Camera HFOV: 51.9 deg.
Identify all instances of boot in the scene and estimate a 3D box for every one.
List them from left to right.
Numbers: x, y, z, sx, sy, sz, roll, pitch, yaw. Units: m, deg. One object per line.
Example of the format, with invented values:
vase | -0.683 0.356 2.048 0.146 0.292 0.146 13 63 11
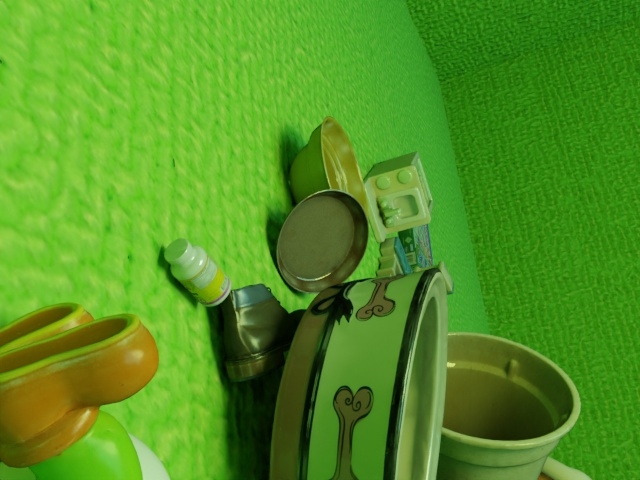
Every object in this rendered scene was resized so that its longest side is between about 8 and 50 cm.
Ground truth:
boot | -0.060 0.093 0.839 0.219 0.082 0.106 -25 103 -69

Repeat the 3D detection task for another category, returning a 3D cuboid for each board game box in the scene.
board game box | 0.273 -0.021 1.908 0.213 0.046 0.318 46 35 -54

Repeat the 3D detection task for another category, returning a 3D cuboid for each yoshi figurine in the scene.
yoshi figurine | -0.107 0.218 0.459 0.203 0.202 0.363 -57 133 -73

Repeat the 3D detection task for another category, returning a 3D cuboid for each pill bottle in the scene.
pill bottle | -0.136 0.034 0.722 0.083 0.043 0.043 56 27 -43

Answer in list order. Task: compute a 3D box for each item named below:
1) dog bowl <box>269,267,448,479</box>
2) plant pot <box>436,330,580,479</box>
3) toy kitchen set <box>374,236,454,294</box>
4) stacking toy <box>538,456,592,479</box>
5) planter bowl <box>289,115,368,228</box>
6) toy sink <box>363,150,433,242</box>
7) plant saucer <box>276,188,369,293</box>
dog bowl | 0.062 0.233 0.838 0.408 0.150 0.409 5 90 -72
plant pot | 0.272 0.382 1.203 0.334 0.333 0.306 -59 154 -64
toy kitchen set | 0.229 0.080 1.524 0.207 0.166 0.122 -71 142 -57
stacking toy | 0.396 0.692 1.279 0.350 0.480 0.351 42 -15 14
planter bowl | 0.005 -0.098 1.140 0.217 0.090 0.217 -14 90 -72
toy sink | 0.199 -0.112 1.631 0.234 0.131 0.153 -52 125 -66
plant saucer | 0.000 0.000 1.018 0.029 0.168 0.169 28 -29 53
